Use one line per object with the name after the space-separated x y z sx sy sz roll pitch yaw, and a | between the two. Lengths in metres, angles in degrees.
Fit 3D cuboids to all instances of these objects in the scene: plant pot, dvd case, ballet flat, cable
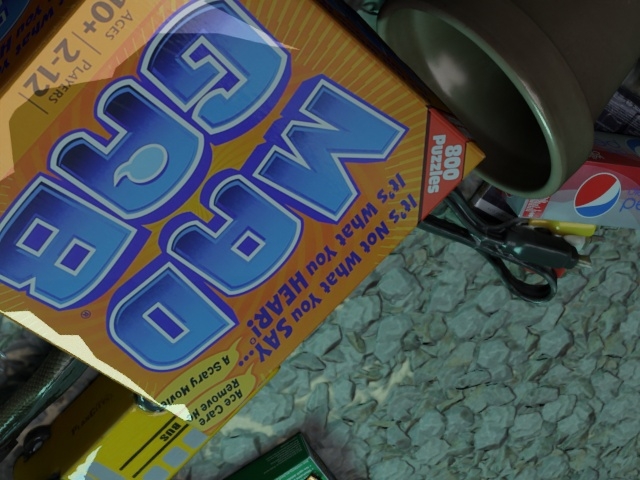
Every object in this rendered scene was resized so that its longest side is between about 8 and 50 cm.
0.226 -0.210 1.299 0.229 0.263 0.263 -41 126 -15 | plant pot
0.300 -0.092 1.508 0.164 0.018 0.221 25 109 -31 | dvd case
-0.334 0.173 1.428 0.058 0.084 0.250 45 103 10 | ballet flat
0.208 -0.009 1.501 0.287 0.072 0.139 18 131 -14 | cable

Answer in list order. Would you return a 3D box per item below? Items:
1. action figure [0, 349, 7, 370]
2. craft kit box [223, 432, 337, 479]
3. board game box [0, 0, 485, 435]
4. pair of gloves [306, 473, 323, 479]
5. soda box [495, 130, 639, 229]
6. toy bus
-0.460 0.182 1.369 0.185 0.099 0.285 31 103 -22 | action figure
-0.068 0.407 1.664 0.250 0.061 0.246 -33 127 3 | craft kit box
-0.147 -0.123 1.133 0.356 0.356 0.356 -46 123 11 | board game box
-0.007 0.340 1.605 0.083 0.010 0.074 33 105 -31 | pair of gloves
0.334 -0.073 1.461 0.263 0.092 0.083 5 121 -25 | soda box
-0.211 0.210 1.463 0.332 0.108 0.130 -45 125 10 | toy bus
